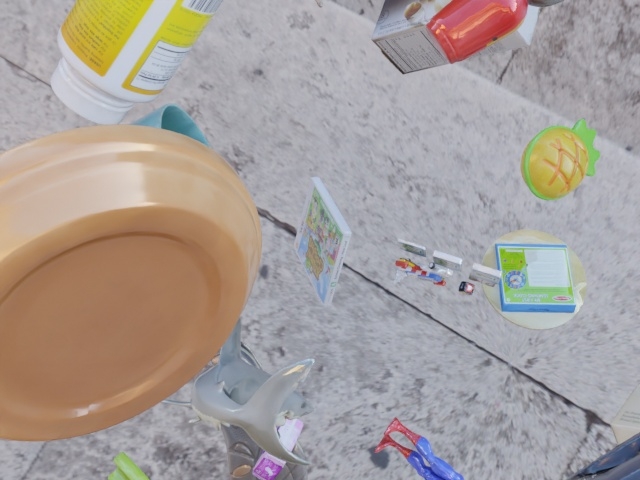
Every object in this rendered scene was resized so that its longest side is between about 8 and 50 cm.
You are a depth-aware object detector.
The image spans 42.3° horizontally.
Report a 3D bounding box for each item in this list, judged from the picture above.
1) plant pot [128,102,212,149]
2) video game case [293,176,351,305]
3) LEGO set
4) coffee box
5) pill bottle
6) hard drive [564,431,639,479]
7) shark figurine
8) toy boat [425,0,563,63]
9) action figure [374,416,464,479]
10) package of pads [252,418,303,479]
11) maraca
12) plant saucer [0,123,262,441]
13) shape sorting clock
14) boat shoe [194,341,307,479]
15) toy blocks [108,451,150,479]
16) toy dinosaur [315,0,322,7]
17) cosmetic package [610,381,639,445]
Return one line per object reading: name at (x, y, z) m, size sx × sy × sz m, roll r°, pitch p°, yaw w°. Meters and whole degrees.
plant pot at (-0.272, -0.023, 1.230) m, size 0.235 × 0.293 × 0.293 m, roll -20°, pitch 78°, yaw 9°
video game case at (0.000, 0.000, 1.779) m, size 0.023 × 0.193 × 0.212 m, roll -1°, pitch 36°, yaw -23°
LEGO set at (0.218, 0.066, 1.461) m, size 0.182 × 0.244 × 0.060 m, roll 18°, pitch 82°, yaw 11°
coffee box at (0.216, -0.365, 1.303) m, size 0.246 × 0.098 × 0.141 m, roll -2°, pitch 60°, yaw 46°
pill bottle at (-0.180, -0.221, 0.821) m, size 0.117 × 0.117 × 0.215 m, roll 48°, pitch 115°, yaw 15°
hard drive at (0.110, 0.209, 0.349) m, size 0.254 × 0.054 × 0.172 m, roll -41°, pitch 64°, yaw 8°
shark figurine at (-0.080, 0.129, 0.799) m, size 0.166 × 0.278 × 0.116 m, roll 12°, pitch 82°, yaw 0°
toy boat at (0.098, -0.316, 0.747) m, size 0.148 × 0.267 × 0.318 m, roll -34°, pitch 78°, yaw 7°
action figure at (0.211, 0.448, 1.454) m, size 0.280 × 0.139 × 0.091 m, roll 31°, pitch 133°, yaw 14°
package of pads at (-0.055, 0.272, 1.088) m, size 0.032 × 0.083 × 0.050 m, roll 33°, pitch 125°, yaw -1°
maraca at (0.424, -0.142, 1.448) m, size 0.185 × 0.099 × 0.127 m, roll -24°, pitch 110°, yaw -28°
plant saucer at (-0.114, 0.035, 0.420) m, size 0.200 × 0.200 × 0.037 m, roll -44°, pitch 53°, yaw 4°
shape sorting clock at (0.410, 0.075, 1.599) m, size 0.206 × 0.040 × 0.206 m, roll 2°, pitch 62°, yaw -4°
boat shoe at (-0.106, 0.307, 1.406) m, size 0.132 × 0.130 × 0.355 m, roll -14°, pitch 112°, yaw 3°
toy blocks at (-0.177, 0.409, 0.724) m, size 0.261 × 0.381 × 0.190 m, roll -38°, pitch 40°, yaw -23°
toy dinosaur at (-0.083, -0.451, 1.281) m, size 0.295 × 0.200 × 0.127 m, roll 41°, pitch 72°, yaw 8°
cosmetic package at (0.652, 0.270, 1.427) m, size 0.160 × 0.309 × 0.113 m, roll -1°, pitch 122°, yaw 49°
